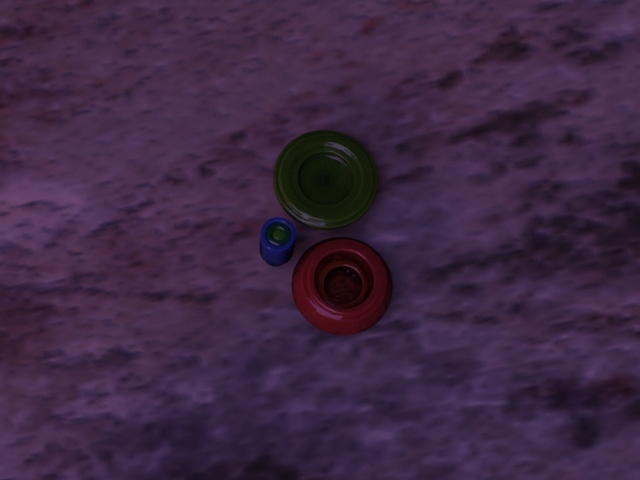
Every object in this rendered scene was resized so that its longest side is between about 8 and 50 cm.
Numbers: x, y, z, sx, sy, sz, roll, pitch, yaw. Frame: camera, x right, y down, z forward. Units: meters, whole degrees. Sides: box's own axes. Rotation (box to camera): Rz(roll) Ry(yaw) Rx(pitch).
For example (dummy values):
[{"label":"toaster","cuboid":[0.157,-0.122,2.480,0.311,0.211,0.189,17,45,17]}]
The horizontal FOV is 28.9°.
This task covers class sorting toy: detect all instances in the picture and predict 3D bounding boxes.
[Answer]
[{"label":"sorting toy","cuboid":[0.000,0.000,0.612,0.061,0.042,0.102,-6,73,-7]}]
